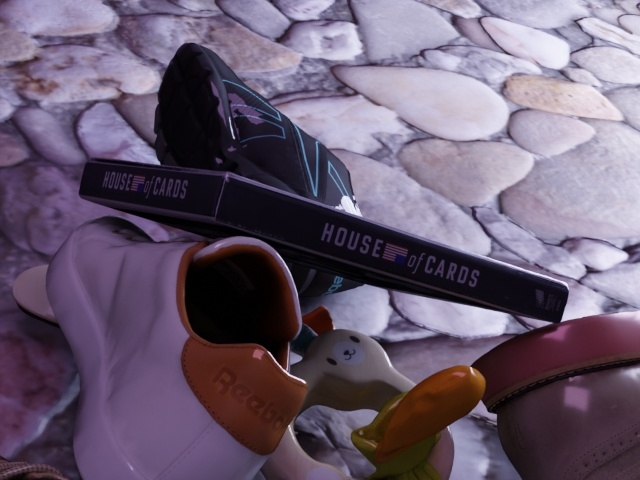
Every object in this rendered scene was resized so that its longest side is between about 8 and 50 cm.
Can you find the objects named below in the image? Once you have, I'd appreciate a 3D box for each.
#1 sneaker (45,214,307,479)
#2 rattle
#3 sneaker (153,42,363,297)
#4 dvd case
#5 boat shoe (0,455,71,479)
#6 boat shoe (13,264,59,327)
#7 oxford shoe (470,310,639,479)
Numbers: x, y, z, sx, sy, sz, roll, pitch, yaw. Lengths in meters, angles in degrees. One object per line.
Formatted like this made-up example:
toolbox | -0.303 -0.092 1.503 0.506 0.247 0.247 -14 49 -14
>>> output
sneaker | -0.066 0.040 0.648 0.106 0.123 0.290 41 7 -28
rattle | 0.016 0.066 0.740 0.130 0.143 0.199 -8 43 -3
sneaker | -0.047 -0.051 0.938 0.106 0.101 0.267 2 43 -37
dvd case | 0.000 0.000 0.719 0.239 0.029 0.179 17 -4 -33
boat shoe | -0.134 0.154 0.553 0.324 0.120 0.122 34 37 24
boat shoe | -0.131 0.047 0.790 0.133 0.042 0.049 8 54 -13
oxford shoe | 0.254 0.120 0.811 0.348 0.123 0.130 -3 65 -30
